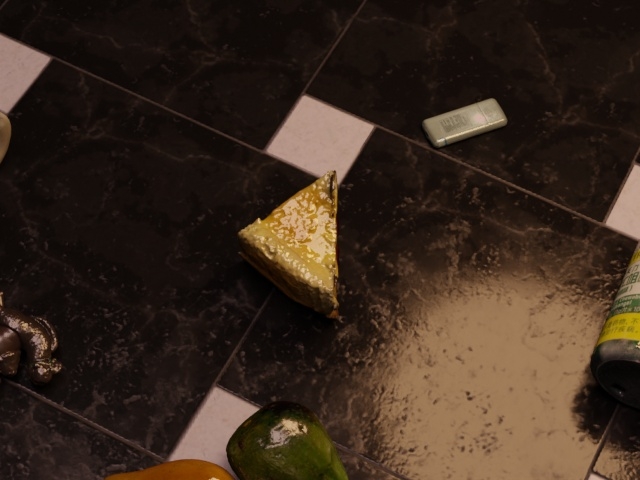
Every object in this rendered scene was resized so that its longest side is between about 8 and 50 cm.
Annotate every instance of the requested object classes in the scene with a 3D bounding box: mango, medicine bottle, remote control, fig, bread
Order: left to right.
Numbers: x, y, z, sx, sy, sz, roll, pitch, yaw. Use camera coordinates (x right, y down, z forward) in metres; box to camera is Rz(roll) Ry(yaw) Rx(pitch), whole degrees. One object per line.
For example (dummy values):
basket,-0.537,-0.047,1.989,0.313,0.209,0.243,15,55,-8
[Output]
mango,-0.188,0.319,1.770,0.184,0.085,0.102,0,57,4
fig,-0.033,0.275,1.797,0.156,0.123,0.123,45,63,-9
bread,0.000,0.000,1.944,0.169,0.140,0.160,38,75,15
remote control,0.213,-0.174,2.134,0.124,0.018,0.053,-20,60,-15
medicine bottle,0.469,0.075,1.918,0.141,0.141,0.293,23,60,12

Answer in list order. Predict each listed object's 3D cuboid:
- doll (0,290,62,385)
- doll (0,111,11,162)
doll,-0.419,0.138,1.891,0.165,0.057,0.139,42,62,16
doll,-0.639,-0.168,1.979,0.370,0.226,0.215,23,94,7
